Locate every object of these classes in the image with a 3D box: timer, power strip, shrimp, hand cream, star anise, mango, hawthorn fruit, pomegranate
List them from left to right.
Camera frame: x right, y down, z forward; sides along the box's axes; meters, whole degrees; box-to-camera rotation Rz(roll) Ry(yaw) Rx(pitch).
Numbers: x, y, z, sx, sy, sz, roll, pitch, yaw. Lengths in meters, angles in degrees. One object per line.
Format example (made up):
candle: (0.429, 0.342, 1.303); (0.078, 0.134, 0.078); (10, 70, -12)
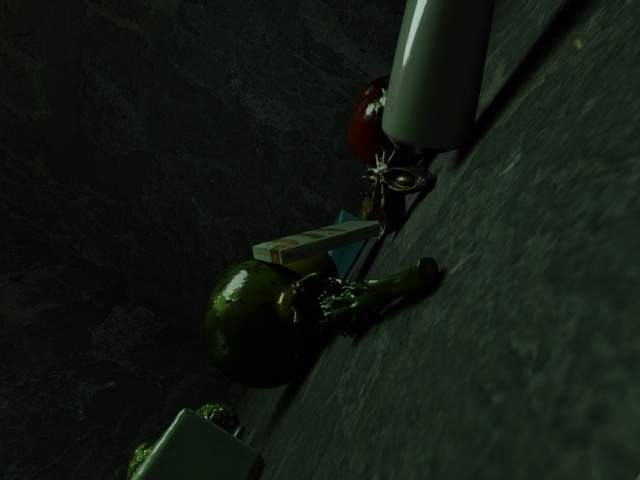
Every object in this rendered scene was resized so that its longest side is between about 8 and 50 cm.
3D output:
power strip: (-0.172, 0.329, 0.586); (0.140, 0.139, 0.224); (-60, -2, 41)
pomegranate: (-0.085, 0.155, 0.756); (0.285, 0.231, 0.231); (5, 59, 56)
mango: (-0.042, 0.116, 0.955); (0.114, 0.156, 0.251); (-54, -13, -49)
timer: (0.027, 0.066, 1.126); (0.250, 0.091, 0.232); (-62, 1, -16)
hawthorn fruit: (0.147, -0.215, 0.870); (0.190, 0.189, 0.251); (-58, -7, -30)
shrimp: (0.198, -0.186, 1.136); (0.233, 0.071, 0.365); (-51, -10, -38)
star anise: (0.160, -0.089, 0.745); (0.227, 0.218, 0.148); (-6, -76, -38)
hand cream: (0.145, -0.281, 0.483); (0.186, 0.117, 0.359); (-77, -9, -59)

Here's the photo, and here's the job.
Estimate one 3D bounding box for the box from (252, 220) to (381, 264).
box: (0.000, -0.001, 0.783); (0.220, 0.032, 0.122); (-15, 11, -30)

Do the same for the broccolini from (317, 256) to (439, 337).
broccolini: (0.060, 0.052, 0.430); (0.216, 0.058, 0.067); (135, 127, -61)

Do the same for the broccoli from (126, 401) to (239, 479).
broccoli: (-0.255, 0.422, 0.794); (0.254, 0.186, 0.302); (-68, 9, -18)
